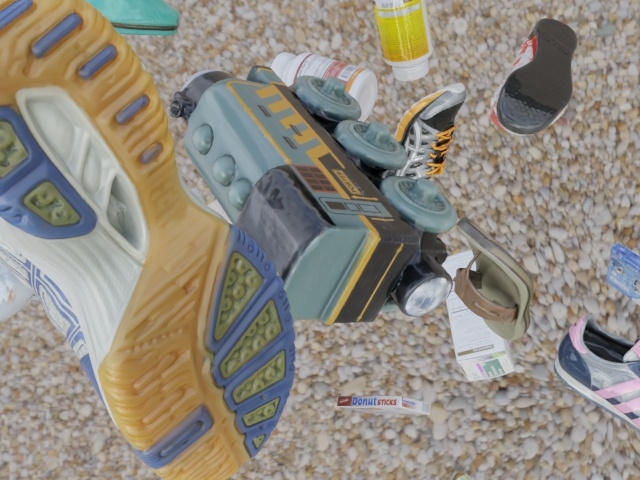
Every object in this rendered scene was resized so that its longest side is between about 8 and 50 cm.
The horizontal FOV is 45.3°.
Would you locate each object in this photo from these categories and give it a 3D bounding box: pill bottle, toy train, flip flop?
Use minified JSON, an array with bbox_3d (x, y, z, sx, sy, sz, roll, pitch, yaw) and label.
[{"bbox_3d":[0.003,-0.329,1.636,0.216,0.121,0.121,22,88,23],"label":"pill bottle"},{"bbox_3d":[-0.015,-0.056,0.722,0.334,0.190,0.142,54,127,37],"label":"toy train"},{"bbox_3d":[0.187,-0.473,1.722,0.117,0.215,0.117,-11,36,8],"label":"pill bottle"},{"bbox_3d":[0.225,0.070,1.046,0.080,0.277,0.112,-36,56,-8],"label":"flip flop"}]

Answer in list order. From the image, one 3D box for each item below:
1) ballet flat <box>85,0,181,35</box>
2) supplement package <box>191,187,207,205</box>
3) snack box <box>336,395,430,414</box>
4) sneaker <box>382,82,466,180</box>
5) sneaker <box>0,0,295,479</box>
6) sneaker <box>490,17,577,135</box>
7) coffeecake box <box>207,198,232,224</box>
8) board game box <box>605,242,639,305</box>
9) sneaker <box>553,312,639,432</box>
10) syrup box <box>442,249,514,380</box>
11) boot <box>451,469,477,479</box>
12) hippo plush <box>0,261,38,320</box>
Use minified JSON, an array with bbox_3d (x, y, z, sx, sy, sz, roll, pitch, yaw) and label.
[{"bbox_3d":[-0.233,-0.209,0.631,0.083,0.247,0.087,36,130,57],"label":"ballet flat"},{"bbox_3d":[-0.250,0.089,1.343,0.177,0.175,0.293,-32,87,40],"label":"supplement package"},{"bbox_3d":[0.104,0.279,1.300,0.178,0.064,0.022,-17,59,55],"label":"snack box"},{"bbox_3d":[0.143,-0.127,1.047,0.083,0.084,0.215,50,139,16],"label":"sneaker"},{"bbox_3d":[-0.110,0.003,0.407,0.112,0.296,0.131,-37,35,-27],"label":"sneaker"},{"bbox_3d":[0.292,-0.193,1.100,0.090,0.145,0.270,25,49,5],"label":"sneaker"},{"bbox_3d":[-0.129,-0.010,1.293,0.142,0.185,0.068,46,139,5],"label":"coffeecake box"},{"bbox_3d":[0.518,0.061,1.272,0.020,0.090,0.090,-32,48,-16],"label":"board game box"},{"bbox_3d":[0.538,0.234,1.250,0.319,0.112,0.131,27,131,29],"label":"sneaker"},{"bbox_3d":[0.300,0.141,1.480,0.096,0.093,0.237,-18,50,17],"label":"syrup box"},{"bbox_3d":[0.230,0.470,1.127,0.165,0.077,0.213,26,68,12],"label":"boot"},{"bbox_3d":[-0.548,0.012,1.257,0.234,0.294,0.236,-19,106,24],"label":"hippo plush"}]
